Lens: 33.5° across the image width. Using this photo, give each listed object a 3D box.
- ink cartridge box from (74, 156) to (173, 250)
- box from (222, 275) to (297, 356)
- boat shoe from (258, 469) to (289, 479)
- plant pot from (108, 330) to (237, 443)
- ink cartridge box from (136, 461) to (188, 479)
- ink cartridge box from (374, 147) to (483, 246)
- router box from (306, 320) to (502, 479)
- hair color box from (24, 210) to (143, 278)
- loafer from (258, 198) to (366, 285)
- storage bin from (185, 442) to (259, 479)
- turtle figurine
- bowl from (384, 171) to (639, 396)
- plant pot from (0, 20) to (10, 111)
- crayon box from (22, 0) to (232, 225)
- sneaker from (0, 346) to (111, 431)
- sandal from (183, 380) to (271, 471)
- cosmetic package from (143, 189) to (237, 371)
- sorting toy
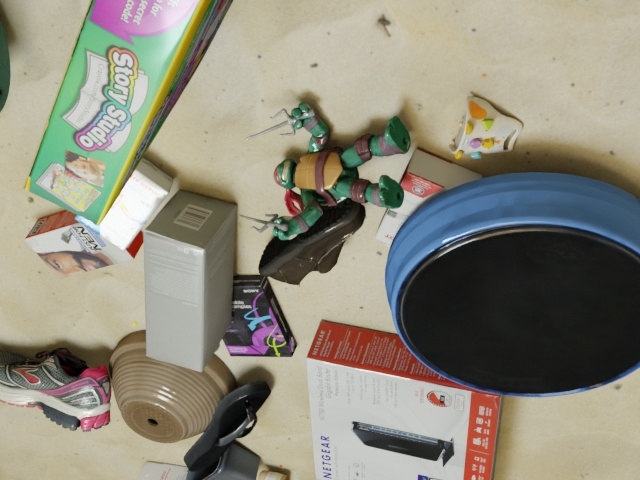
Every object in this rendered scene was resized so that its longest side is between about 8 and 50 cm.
[{"bbox_3d":[-0.283,-0.061,1.536,0.088,0.052,0.122,35,110,-14],"label":"ink cartridge box"},{"bbox_3d":[-0.117,0.122,1.695,0.116,0.029,0.162,-2,129,24],"label":"box"},{"bbox_3d":[-0.098,0.491,2.033,0.059,0.063,0.170,23,135,14],"label":"boat shoe"},{"bbox_3d":[-0.271,0.276,1.853,0.237,0.110,0.237,12,137,11],"label":"plant pot"},{"bbox_3d":[-0.272,0.500,2.077,0.180,0.104,0.060,5,135,19],"label":"ink cartridge box"},{"bbox_3d":[0.142,-0.043,1.405,0.099,0.056,0.135,23,137,-1],"label":"ink cartridge box"},{"bbox_3d":[0.137,0.295,1.720,0.301,0.082,0.336,9,135,14],"label":"router box"},{"bbox_3d":[-0.367,-0.002,1.660,0.167,0.053,0.093,-13,126,34],"label":"hair color box"},{"bbox_3d":[0.000,0.000,1.502,0.078,0.080,0.220,31,142,-23],"label":"loafer"},{"bbox_3d":[-0.180,0.435,1.989,0.091,0.098,0.135,28,138,-21],"label":"storage bin"},{"bbox_3d":[0.000,-0.091,1.381,0.234,0.118,0.175,-2,91,34],"label":"turtle figurine"},{"bbox_3d":[0.278,0.076,1.402,0.390,0.077,0.391,5,138,4],"label":"bowl"},{"bbox_3d":[-0.542,-0.230,1.354,0.235,0.293,0.293,-6,131,11],"label":"plant pot"},{"bbox_3d":[-0.174,-0.240,1.156,0.106,0.313,0.363,29,136,-7],"label":"crayon box"},{"bbox_3d":[-0.493,0.242,1.920,0.299,0.121,0.112,14,105,25],"label":"sneaker"},{"bbox_3d":[-0.150,0.327,1.841,0.054,0.097,0.254,54,131,25],"label":"sandal"},{"bbox_3d":[-0.192,0.062,1.573,0.107,0.127,0.238,17,126,10],"label":"cosmetic package"},{"bbox_3d":[0.207,-0.130,1.313,0.075,0.045,0.083,5,137,-9],"label":"sorting toy"}]
